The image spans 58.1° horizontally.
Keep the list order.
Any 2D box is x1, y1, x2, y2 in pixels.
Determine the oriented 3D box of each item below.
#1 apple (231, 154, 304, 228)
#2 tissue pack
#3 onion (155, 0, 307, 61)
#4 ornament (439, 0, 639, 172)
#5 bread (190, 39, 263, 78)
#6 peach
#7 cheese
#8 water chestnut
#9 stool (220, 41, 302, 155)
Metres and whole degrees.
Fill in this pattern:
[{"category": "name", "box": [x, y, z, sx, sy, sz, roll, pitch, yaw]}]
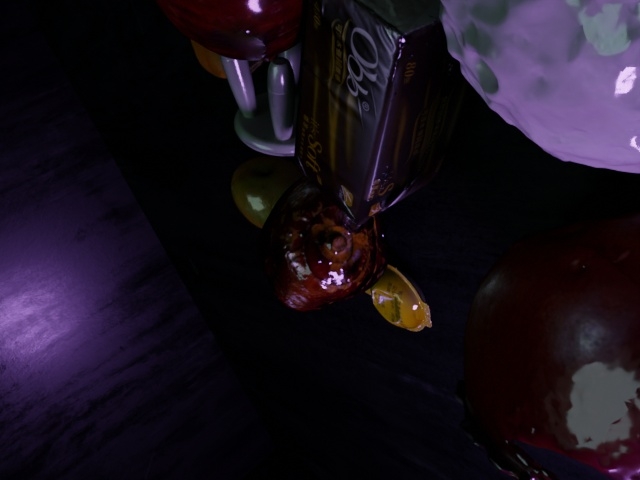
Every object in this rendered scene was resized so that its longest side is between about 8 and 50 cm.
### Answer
[{"category": "apple", "box": [-0.111, -0.105, 1.324, 0.182, 0.182, 0.155, 37, 155, 32]}, {"category": "tissue pack", "box": [0.092, -0.228, 0.830, 0.198, 0.210, 0.369, 49, 154, 25]}, {"category": "onion", "box": [-0.105, -0.413, 0.799, 0.341, 0.341, 0.341, 39, 149, 29]}, {"category": "ornament", "box": [0.246, -0.203, 0.403, 0.337, 0.337, 0.337, 39, 149, 29]}, {"category": "bread", "box": [-0.206, -0.450, 1.160, 0.136, 0.107, 0.241, 28, 143, 38]}, {"category": "peach", "box": [0.352, 0.144, 0.696, 0.340, 0.352, 0.416, 12, 146, -12]}, {"category": "cheese", "box": [0.143, 0.111, 1.270, 0.270, 0.069, 0.176, 27, 141, 47]}, {"category": "water chestnut", "box": [0.000, 0.000, 1.163, 0.245, 0.289, 0.288, -1, 124, 25]}, {"category": "stool", "box": [-0.058, -0.280, 1.025, 0.195, 0.195, 0.198, 40, 145, 28]}]
